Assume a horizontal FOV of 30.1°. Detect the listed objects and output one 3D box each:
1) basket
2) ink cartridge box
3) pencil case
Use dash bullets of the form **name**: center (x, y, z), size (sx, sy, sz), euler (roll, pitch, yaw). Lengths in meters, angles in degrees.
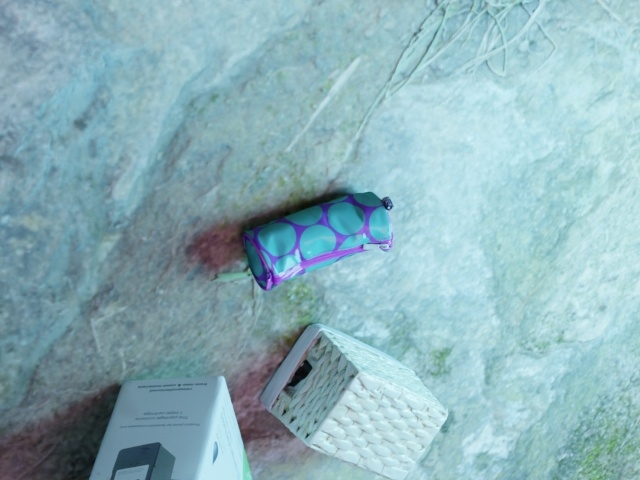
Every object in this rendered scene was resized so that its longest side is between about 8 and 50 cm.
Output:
- **basket**: center (0.040, 0.181, 1.295), size (0.167, 0.103, 0.113), euler (29, 98, -37)
- **ink cartridge box**: center (-0.147, 0.293, 1.132), size (0.115, 0.272, 0.198), euler (-4, 125, 10)
- **pencil case**: center (0.000, 0.000, 1.191), size (0.152, 0.070, 0.064), euler (-19, 141, -19)
